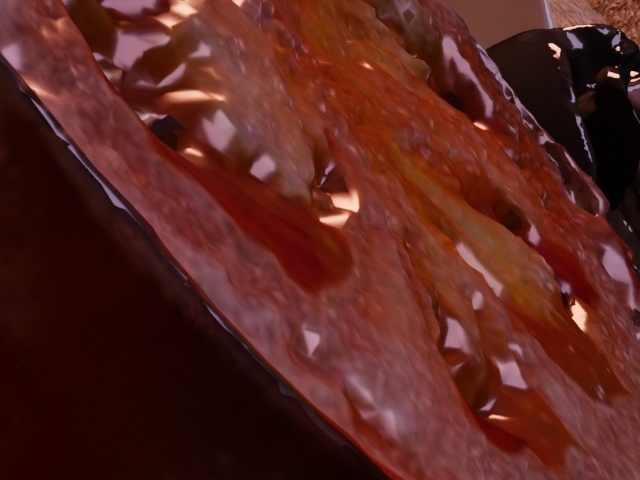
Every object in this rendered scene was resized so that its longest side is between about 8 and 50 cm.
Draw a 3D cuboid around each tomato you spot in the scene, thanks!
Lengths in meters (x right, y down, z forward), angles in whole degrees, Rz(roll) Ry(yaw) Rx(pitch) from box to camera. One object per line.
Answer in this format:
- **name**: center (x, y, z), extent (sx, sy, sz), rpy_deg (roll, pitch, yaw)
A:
- **tomato**: center (-0.050, -0.011, 0.511), extent (0.338, 0.143, 0.338), rpy_deg (42, 21, -20)

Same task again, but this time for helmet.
- **helmet**: center (0.135, 0.022, 0.925), extent (0.253, 0.154, 0.198), rpy_deg (66, 26, -3)

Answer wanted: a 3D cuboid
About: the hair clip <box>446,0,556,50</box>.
- **hair clip**: center (0.050, -0.136, 1.098), extent (0.282, 0.172, 0.113), rpy_deg (65, 11, 19)
